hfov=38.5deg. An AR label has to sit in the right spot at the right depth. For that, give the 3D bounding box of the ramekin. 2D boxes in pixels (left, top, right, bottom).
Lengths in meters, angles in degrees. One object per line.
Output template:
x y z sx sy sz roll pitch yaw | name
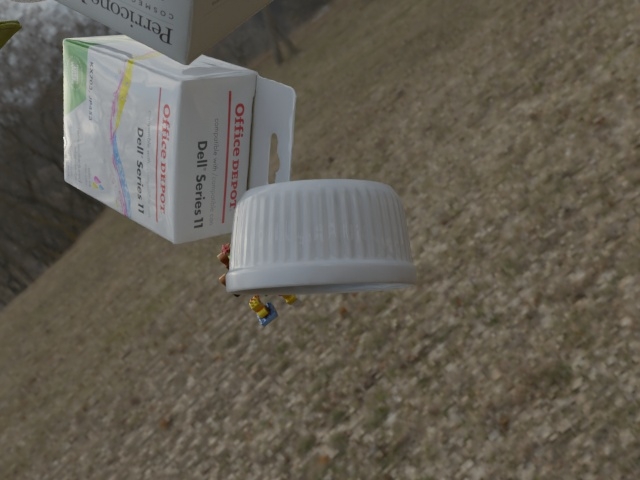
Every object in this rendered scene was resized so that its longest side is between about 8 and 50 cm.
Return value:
0.000 0.000 0.993 0.207 0.109 0.207 -2 -5 0 | ramekin

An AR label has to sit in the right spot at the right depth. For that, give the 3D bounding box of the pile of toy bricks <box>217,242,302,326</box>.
-0.124 0.043 1.533 0.118 0.105 0.212 -39 40 8 | pile of toy bricks

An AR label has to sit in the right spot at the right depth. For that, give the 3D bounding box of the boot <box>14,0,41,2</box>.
-0.391 -0.407 1.368 0.190 0.069 0.086 -26 25 -17 | boot

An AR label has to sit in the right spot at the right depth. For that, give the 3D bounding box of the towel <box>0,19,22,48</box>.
-0.646 -0.316 1.680 0.237 0.021 0.102 -40 2 24 | towel

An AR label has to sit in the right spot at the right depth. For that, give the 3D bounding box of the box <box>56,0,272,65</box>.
-0.105 -0.233 0.599 0.182 0.180 0.119 -51 -18 -43 | box

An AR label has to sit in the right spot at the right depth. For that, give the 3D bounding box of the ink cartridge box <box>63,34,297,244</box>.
-0.190 -0.129 1.154 0.119 0.207 0.353 -13 27 -41 | ink cartridge box
